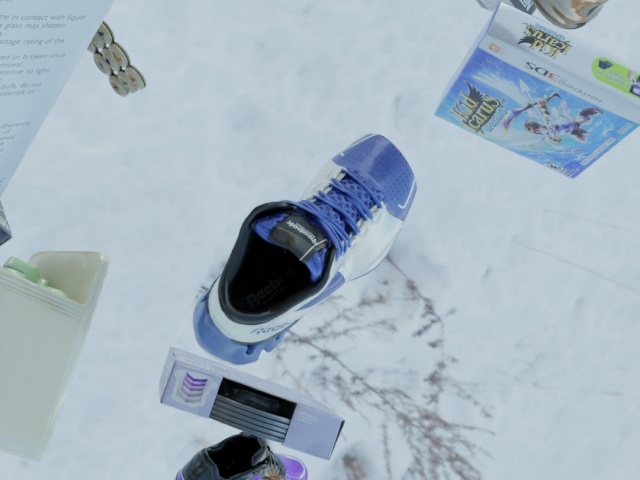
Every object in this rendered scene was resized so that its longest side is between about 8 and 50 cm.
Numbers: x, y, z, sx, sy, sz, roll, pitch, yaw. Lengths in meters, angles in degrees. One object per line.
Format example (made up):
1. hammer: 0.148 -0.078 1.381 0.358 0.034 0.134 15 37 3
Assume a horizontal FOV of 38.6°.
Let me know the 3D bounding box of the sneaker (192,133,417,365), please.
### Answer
1. sneaker: -0.001 0.001 0.982 0.127 0.182 0.315 44 70 4

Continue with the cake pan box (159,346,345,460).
1. cake pan box: -0.108 0.228 1.311 0.245 0.267 0.070 19 84 -10

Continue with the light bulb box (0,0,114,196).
1. light bulb box: -0.370 -0.261 0.744 0.225 0.358 0.361 -15 153 -52

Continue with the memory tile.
1. memory tile: -0.298 -0.263 1.253 0.012 0.113 0.148 -42 111 -23

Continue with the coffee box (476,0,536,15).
1. coffee box: 0.301 -0.531 1.576 0.297 0.118 0.168 31 92 -50

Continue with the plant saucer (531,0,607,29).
1. plant saucer: 0.252 -0.356 0.924 0.277 0.041 0.278 5 83 -52

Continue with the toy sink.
1. toy sink: -0.351 0.099 0.981 0.131 0.152 0.234 34 66 -44

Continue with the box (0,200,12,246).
1. box: -0.636 -0.126 1.510 0.060 0.216 0.270 -35 139 0

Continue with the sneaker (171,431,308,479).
1. sneaker: -0.111 0.389 1.556 0.293 0.102 0.146 5 124 -46

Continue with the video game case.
1. video game case: 0.313 -0.202 1.307 0.244 0.269 0.061 26 72 0
